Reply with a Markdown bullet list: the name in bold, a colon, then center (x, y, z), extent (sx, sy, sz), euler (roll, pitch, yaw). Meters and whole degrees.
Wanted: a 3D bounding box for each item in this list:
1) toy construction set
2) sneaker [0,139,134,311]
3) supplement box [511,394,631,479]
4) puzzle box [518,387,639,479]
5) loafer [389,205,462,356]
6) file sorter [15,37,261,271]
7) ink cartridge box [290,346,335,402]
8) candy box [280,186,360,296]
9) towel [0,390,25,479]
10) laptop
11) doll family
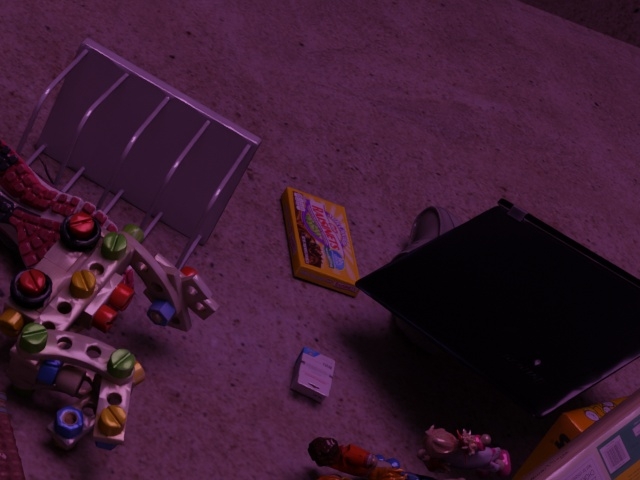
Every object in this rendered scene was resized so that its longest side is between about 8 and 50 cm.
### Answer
- **toy construction set**: center (-0.248, 0.092, 1.819), extent (0.215, 0.151, 0.327), euler (30, 37, 7)
- **sneaker**: center (-0.350, -0.025, 1.987), extent (0.299, 0.121, 0.112), euler (45, -5, 7)
- **supplement box**: center (0.433, 0.332, 2.063), extent (0.357, 0.195, 0.194), euler (-6, 45, -47)
- **puzzle box**: center (0.309, 0.355, 1.672), extent (0.409, 0.052, 0.272), euler (-29, 95, -34)
- **loafer**: center (0.159, 0.042, 2.344), extent (0.111, 0.112, 0.319), euler (31, 29, -17)
- **file sorter**: center (-0.262, -0.100, 2.099), extent (0.278, 0.192, 0.173), euler (31, 32, -1)
- **ink cartridge box**: center (-0.011, 0.182, 2.057), extent (0.048, 0.028, 0.083), euler (26, 29, -8)
- **candy box**: center (0.000, 0.000, 2.348), extent (0.105, 0.027, 0.206), euler (22, 31, -23)
- **towel**: center (-0.469, 0.224, 1.564), extent (0.370, 0.040, 0.271), euler (10, 36, -33)
- **laptop**: center (0.335, 0.131, 2.163), extent (0.382, 0.236, 0.408), euler (36, -1, 44)
- **doll family**: center (0.090, 0.289, 1.829), extent (0.163, 0.263, 0.118), euler (24, 63, -46)
